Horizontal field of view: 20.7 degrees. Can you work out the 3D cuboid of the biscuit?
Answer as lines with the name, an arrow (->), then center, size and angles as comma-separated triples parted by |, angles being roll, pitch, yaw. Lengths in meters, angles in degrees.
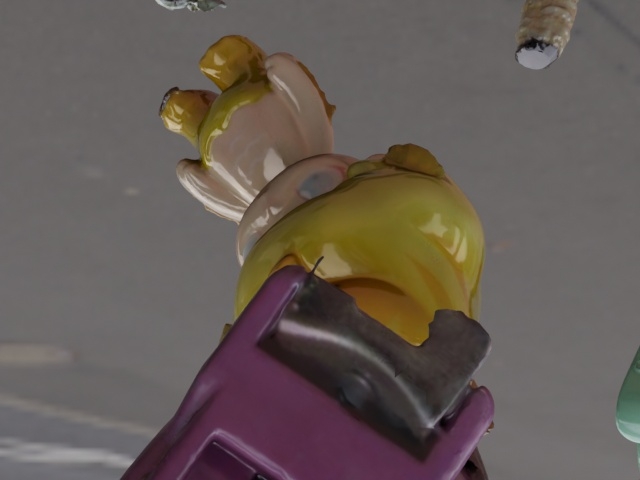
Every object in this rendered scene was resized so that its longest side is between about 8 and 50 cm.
biscuit -> 0.241, -0.273, 1.756 | 0.055, 0.219, 0.061 | 17, 159, -3

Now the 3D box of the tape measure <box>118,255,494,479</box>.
tape measure -> -0.013, 0.071, 0.378 | 0.074, 0.125, 0.118 | 35, 165, 13

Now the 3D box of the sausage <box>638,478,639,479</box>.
sausage -> 0.332, 0.321, 1.655 | 0.123, 0.123, 0.347 | -7, -158, 21

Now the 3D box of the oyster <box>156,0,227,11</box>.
oyster -> -0.129, -0.233, 1.258 | 0.064, 0.125, 0.177 | -41, 138, 6

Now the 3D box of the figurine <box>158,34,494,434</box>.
figurine -> 0.000, 0.000, 0.837 | 0.131, 0.246, 0.156 | 19, 122, -46

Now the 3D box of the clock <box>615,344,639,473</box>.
clock -> 0.259, 0.123, 1.158 | 0.060, 0.148, 0.188 | 5, 135, 34
